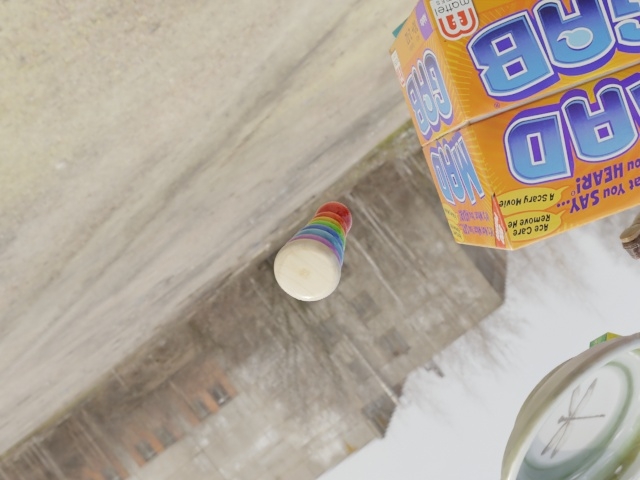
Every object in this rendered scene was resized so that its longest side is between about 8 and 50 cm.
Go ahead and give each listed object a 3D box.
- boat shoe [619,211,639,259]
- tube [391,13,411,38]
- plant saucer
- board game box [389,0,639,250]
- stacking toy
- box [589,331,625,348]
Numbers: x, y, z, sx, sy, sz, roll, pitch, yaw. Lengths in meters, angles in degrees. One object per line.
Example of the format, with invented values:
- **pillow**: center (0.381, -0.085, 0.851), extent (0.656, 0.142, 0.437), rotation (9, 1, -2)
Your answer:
- **boat shoe**: center (0.826, -0.030, 2.109), extent (0.207, 0.073, 0.073), rotation (-39, -170, -27)
- **tube**: center (0.257, -0.540, 1.951), extent (0.207, 0.052, 0.080), rotation (-43, -177, 19)
- **plant saucer**: center (0.421, 0.294, 1.343), extent (0.400, 0.400, 0.100), rotation (-38, -137, -7)
- **board game box**: center (0.346, -0.215, 1.261), extent (0.356, 0.356, 0.356), rotation (-20, -178, -2)
- **stacking toy**: center (0.000, 0.000, 1.865), extent (0.141, 0.141, 0.330), rotation (-39, -168, 24)
- **box**: center (0.702, 0.256, 1.861), extent (0.105, 0.179, 0.043), rotation (104, -1, -69)
